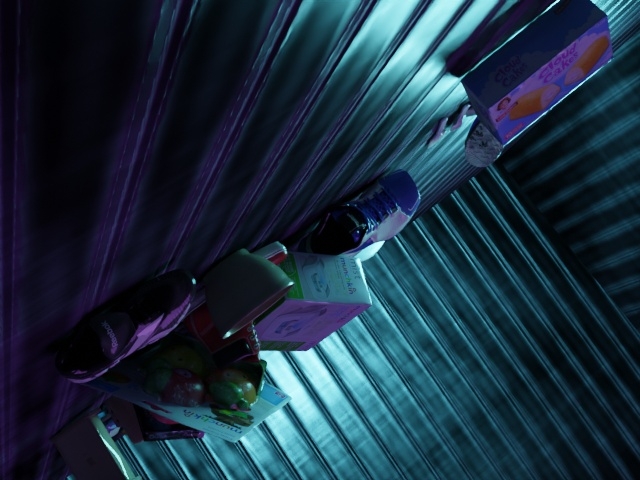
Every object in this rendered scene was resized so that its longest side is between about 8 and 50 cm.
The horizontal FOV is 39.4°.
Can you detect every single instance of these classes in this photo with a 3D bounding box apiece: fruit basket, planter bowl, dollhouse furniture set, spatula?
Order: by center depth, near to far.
[{"bbox_3d":[-0.141,0.084,1.593,0.162,0.109,0.162,-37,174,-4],"label":"planter bowl"},{"bbox_3d":[-0.250,0.283,1.768,0.353,0.327,0.165,4,103,-75],"label":"fruit basket"},{"bbox_3d":[0.316,-0.281,2.006,0.168,0.019,0.242,-32,173,-2],"label":"spatula"},{"bbox_3d":[-0.450,0.471,2.198,0.286,0.198,0.303,-35,175,20],"label":"dollhouse furniture set"}]

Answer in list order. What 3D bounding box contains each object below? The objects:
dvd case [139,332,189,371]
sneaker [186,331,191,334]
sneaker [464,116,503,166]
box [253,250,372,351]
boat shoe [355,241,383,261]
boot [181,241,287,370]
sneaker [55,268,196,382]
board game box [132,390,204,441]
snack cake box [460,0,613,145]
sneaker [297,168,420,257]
[{"bbox_3d":[-0.347,0.261,2.177,0.221,0.018,0.164,-33,172,-34],"label":"dvd case"},{"bbox_3d":[-0.252,0.193,2.078,0.082,0.069,0.209,-5,-164,21],"label":"sneaker"},{"bbox_3d":[0.440,-0.318,2.111,0.293,0.102,0.146,-50,-170,23],"label":"sneaker"},{"bbox_3d":[-0.063,0.136,1.946,0.231,0.127,0.262,7,147,-37],"label":"box"},{"bbox_3d":[0.126,-0.007,2.577,0.301,0.108,0.102,-42,177,-39],"label":"boat shoe"},{"bbox_3d":[-0.129,0.130,1.707,0.244,0.176,0.088,-38,173,-8],"label":"boot"},{"bbox_3d":[-0.274,0.122,1.247,0.234,0.078,0.106,-36,177,-3],"label":"sneaker"},{"bbox_3d":[-0.326,0.352,1.877,0.126,0.186,0.026,1,116,-25],"label":"board game box"},{"bbox_3d":[0.399,-0.314,1.633,0.264,0.089,0.152,-39,152,5],"label":"snack cake box"},{"bbox_3d":[0.095,-0.041,1.970,0.315,0.127,0.182,-35,176,-11],"label":"sneaker"}]
